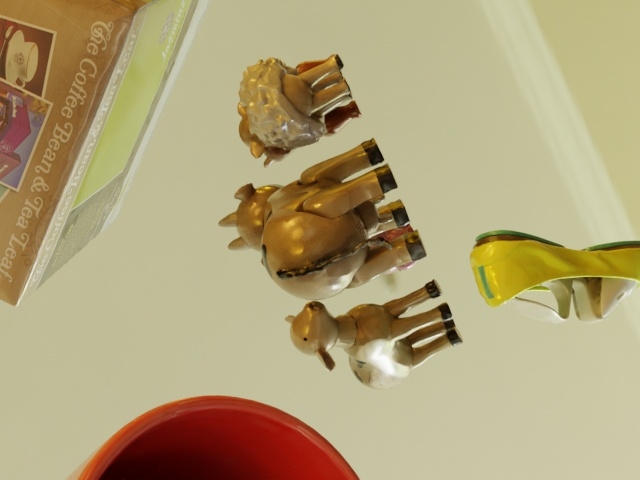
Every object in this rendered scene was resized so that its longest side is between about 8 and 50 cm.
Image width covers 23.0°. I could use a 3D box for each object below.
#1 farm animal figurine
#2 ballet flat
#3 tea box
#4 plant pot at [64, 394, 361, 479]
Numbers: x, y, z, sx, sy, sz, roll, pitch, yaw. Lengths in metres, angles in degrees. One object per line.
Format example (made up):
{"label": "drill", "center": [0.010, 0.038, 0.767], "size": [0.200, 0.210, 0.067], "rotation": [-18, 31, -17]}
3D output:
{"label": "farm animal figurine", "center": [0.000, 0.000, 1.478], "size": [0.327, 0.172, 0.330], "rotation": [-45, -69, -88]}
{"label": "ballet flat", "center": [0.230, 0.038, 1.444], "size": [0.231, 0.077, 0.077], "rotation": [5, -110, -37]}
{"label": "tea box", "center": [-0.292, -0.161, 1.612], "size": [0.220, 0.329, 0.323], "rotation": [26, -161, 2]}
{"label": "plant pot", "center": [-0.119, 0.274, 1.188], "size": [0.275, 0.243, 0.275], "rotation": [13, -115, -30]}
